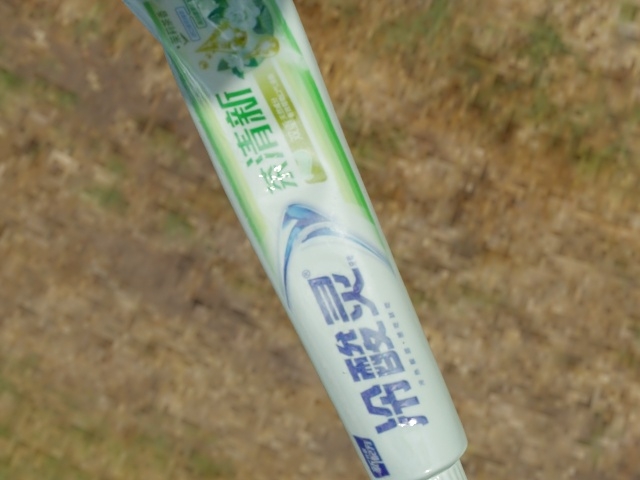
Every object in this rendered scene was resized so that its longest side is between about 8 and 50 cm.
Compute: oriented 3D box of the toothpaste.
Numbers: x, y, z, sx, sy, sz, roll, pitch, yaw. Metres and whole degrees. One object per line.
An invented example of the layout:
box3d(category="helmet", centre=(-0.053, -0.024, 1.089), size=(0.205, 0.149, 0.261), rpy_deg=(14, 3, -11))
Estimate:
box3d(category="toothpaste", centre=(0.000, 0.000, 0.879), size=(0.075, 0.048, 0.296), rpy_deg=(-25, 100, -6))
